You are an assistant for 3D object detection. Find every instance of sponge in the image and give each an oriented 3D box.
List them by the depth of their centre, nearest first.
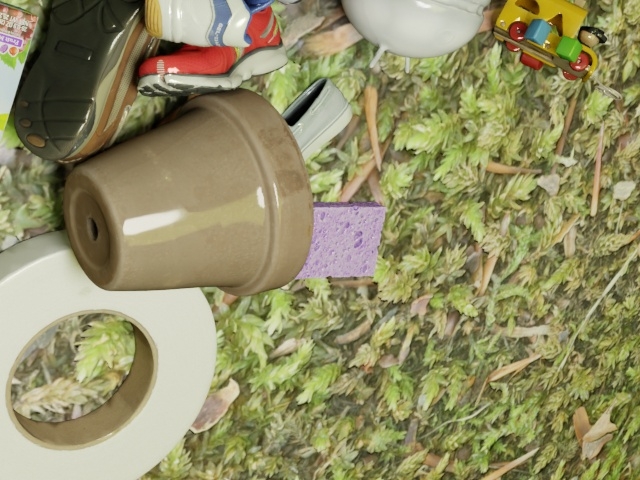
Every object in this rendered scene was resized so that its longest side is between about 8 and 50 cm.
[{"bbox_3d":[0.000,0.000,1.474,0.210,0.031,0.117,-2,111,-34],"label":"sponge"}]

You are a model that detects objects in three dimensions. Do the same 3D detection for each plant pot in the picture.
[{"bbox_3d":[-0.172,-0.038,1.171,0.229,0.263,0.263,-17,120,-36],"label":"plant pot"}]

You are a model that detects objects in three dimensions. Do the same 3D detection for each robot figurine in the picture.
[{"bbox_3d":[0.145,-0.394,1.285,0.300,0.200,0.353,0,112,-50],"label":"robot figurine"}]

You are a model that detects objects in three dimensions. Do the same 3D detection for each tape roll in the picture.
[{"bbox_3d":[-0.324,0.171,1.301,0.392,0.072,0.392,-14,117,-29],"label":"tape roll"}]

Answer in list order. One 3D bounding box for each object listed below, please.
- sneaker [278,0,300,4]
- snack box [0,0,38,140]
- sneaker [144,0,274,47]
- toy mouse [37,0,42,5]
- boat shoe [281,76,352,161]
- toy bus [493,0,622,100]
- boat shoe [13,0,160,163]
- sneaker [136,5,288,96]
[{"bbox_3d":[-0.022,-0.417,1.240,0.098,0.083,0.223,22,98,-34],"label":"sneaker"},{"bbox_3d":[-0.436,-0.197,1.057,0.207,0.070,0.174,14,102,-37],"label":"snack box"},{"bbox_3d":[-0.095,-0.323,1.129,0.112,0.131,0.296,98,9,-56],"label":"sneaker"},{"bbox_3d":[-0.318,-0.328,1.076,0.161,0.031,0.143,3,138,5],"label":"toy mouse"},{"bbox_3d":[-0.056,-0.142,1.350,0.227,0.079,0.081,-43,119,-17],"label":"boat shoe"},{"bbox_3d":[0.363,-0.317,1.478,0.202,0.191,0.104,24,95,-39],"label":"toy bus"},{"bbox_3d":[-0.250,-0.239,1.153,0.324,0.123,0.120,-64,162,-2],"label":"boat shoe"},{"bbox_3d":[-0.138,-0.244,1.185,0.279,0.107,0.118,-42,126,-58],"label":"sneaker"}]
